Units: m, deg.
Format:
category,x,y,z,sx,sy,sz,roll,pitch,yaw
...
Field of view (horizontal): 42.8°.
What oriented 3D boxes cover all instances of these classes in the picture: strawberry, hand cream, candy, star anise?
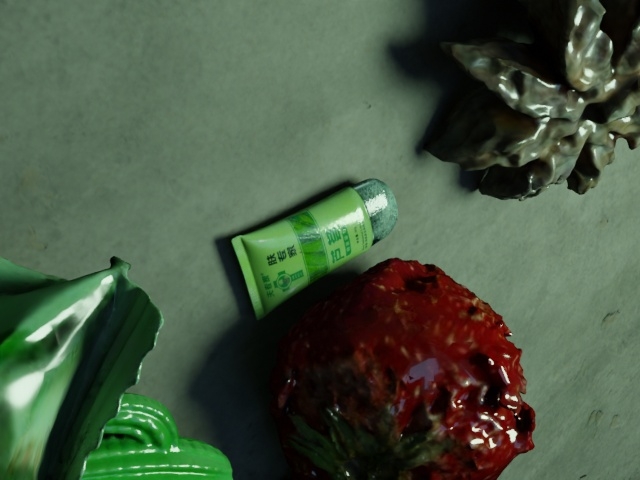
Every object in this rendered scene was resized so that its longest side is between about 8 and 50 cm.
category,x,y,z,sx,sy,sz,roll,pitch,yaw
strawberry,0.082,0.141,0.818,0.220,0.274,0.274,-67,146,-51
hand cream,0.000,0.000,0.797,0.175,0.046,0.095,-30,126,-24
candy,-0.333,0.096,0.497,0.397,0.172,0.263,14,103,-32
star anise,0.263,-0.152,0.836,0.331,0.118,0.332,-13,139,-12

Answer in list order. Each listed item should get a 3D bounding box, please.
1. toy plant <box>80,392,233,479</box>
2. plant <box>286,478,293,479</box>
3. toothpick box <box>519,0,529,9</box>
category,x,y,z,sx,sy,sz,roll,pitch,yaw
toy plant,-0.184,0.205,0.705,0.240,0.088,0.155,39,85,-34
plant,-0.042,0.310,0.867,0.174,0.085,0.087,-42,127,-28
toothpick box,0.266,-0.268,0.870,0.149,0.098,0.098,26,90,-41
